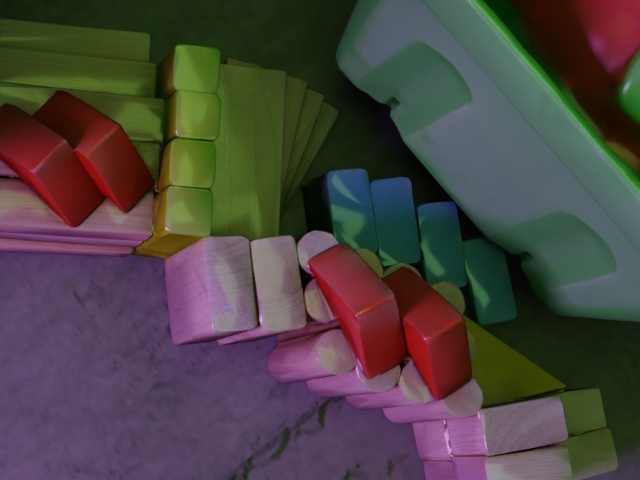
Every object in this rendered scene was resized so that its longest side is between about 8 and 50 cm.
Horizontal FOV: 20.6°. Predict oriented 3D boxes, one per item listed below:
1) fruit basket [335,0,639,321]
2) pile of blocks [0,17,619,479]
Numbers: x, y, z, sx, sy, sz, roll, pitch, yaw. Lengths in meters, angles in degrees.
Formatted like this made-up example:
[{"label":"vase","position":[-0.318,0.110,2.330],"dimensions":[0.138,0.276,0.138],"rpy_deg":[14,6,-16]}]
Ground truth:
[{"label":"fruit basket","position":[0.232,-0.140,0.722],"dimensions":[0.392,0.392,0.283],"rpy_deg":[-43,96,-17]},{"label":"pile of blocks","position":[0.000,0.000,0.788],"dimensions":[0.362,0.112,0.149],"rpy_deg":[29,76,-12]}]
